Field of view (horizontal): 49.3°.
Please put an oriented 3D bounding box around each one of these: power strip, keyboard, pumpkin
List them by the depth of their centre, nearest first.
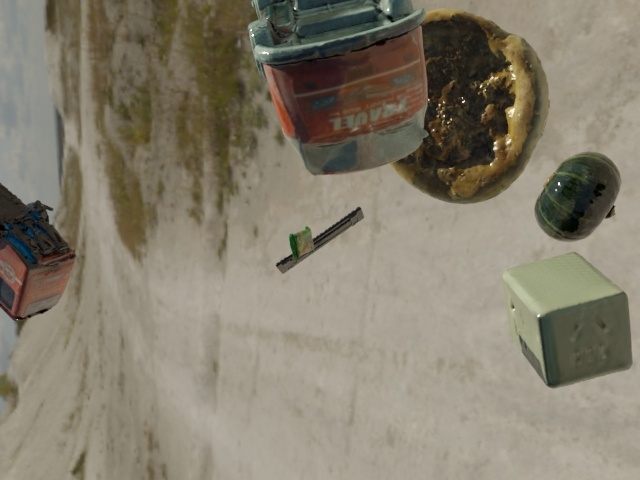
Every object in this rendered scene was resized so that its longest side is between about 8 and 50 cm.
[{"bbox_3d":[0.378,0.110,1.120,0.224,0.139,0.140,-107,2,-68],"label":"power strip"},{"bbox_3d":[0.446,-0.075,1.209,0.125,0.167,0.167,46,143,23],"label":"pumpkin"},{"bbox_3d":[0.000,0.000,1.402,0.013,0.204,0.061,55,178,18],"label":"keyboard"}]

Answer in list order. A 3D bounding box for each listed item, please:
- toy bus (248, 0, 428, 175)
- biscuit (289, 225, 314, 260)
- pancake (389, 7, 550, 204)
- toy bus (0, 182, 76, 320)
[{"bbox_3d":[0.014,-0.141,0.543,0.265,0.122,0.119,-100,-3,-62],"label":"toy bus"},{"bbox_3d":[-0.030,0.004,1.155,0.089,0.016,0.046,-24,-75,-67],"label":"biscuit"},{"bbox_3d":[0.188,-0.188,0.999,0.283,0.049,0.282,5,102,26],"label":"pancake"},{"bbox_3d":[-0.348,-0.022,0.699,0.235,0.074,0.096,35,116,18],"label":"toy bus"}]
